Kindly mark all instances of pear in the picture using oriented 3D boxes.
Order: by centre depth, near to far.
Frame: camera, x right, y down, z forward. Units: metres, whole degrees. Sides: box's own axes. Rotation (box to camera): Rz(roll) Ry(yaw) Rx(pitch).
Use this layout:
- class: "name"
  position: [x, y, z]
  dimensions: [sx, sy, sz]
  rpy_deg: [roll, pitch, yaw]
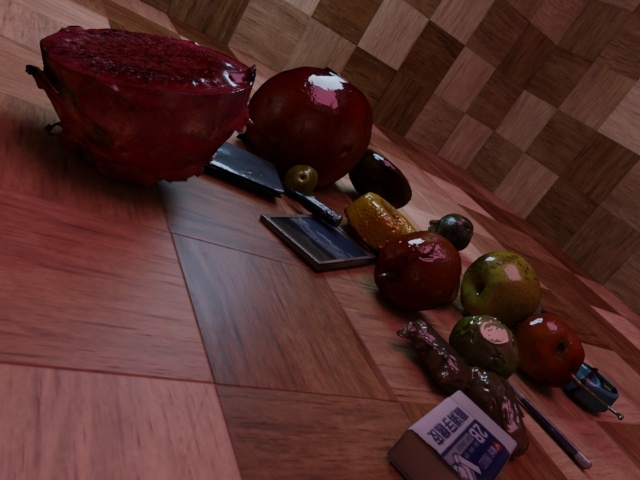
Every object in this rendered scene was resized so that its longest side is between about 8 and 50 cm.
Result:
- class: "pear"
  position: [0.459, 0.127, 1.344]
  dimensions: [0.197, 0.197, 0.197]
  rpy_deg: [29, 21, -12]
- class: "pear"
  position: [-0.054, -0.153, 1.392]
  dimensions: [0.092, 0.092, 0.097]
  rpy_deg: [34, -21, 2]

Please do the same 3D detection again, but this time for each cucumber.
- class: "cucumber"
  position: [-0.018, -0.087, 1.312]
  dimensions: [0.163, 0.039, 0.043]
  rpy_deg: [36, -1, 11]

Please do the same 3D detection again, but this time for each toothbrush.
- class: "toothbrush"
  position: [0.428, 0.340, 1.086]
  dimensions: [0.026, 0.024, 0.288]
  rpy_deg: [29, 15, -52]

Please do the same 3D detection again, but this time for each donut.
- class: "donut"
  position: [0.170, -0.017, 1.388]
  dimensions: [0.253, 0.118, 0.253]
  rpy_deg: [44, 14, -13]

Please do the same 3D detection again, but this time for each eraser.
- class: "eraser"
  position: [0.199, 0.302, 0.773]
  dimensions: [0.124, 0.068, 0.210]
  rpy_deg: [41, 22, 25]

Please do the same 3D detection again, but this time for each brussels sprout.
- class: "brussels sprout"
  position: [0.327, 0.211, 1.063]
  dimensions: [0.117, 0.155, 0.155]
  rpy_deg: [-33, 62, -27]

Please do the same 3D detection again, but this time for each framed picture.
- class: "framed picture"
  position: [0.000, 0.000, 1.220]
  dimensions: [0.189, 0.023, 0.260]
  rpy_deg: [40, 22, 25]

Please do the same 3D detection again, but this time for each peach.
- class: "peach"
  position: [-0.021, -0.341, 1.544]
  dimensions: [0.335, 0.310, 0.405]
  rpy_deg: [47, 24, 25]

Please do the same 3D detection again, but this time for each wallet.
- class: "wallet"
  position: [-0.265, -0.210, 1.259]
  dimensions: [0.378, 0.046, 0.191]
  rpy_deg: [23, 24, -27]

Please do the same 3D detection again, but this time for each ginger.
- class: "ginger"
  position: [0.263, 0.250, 0.957]
  dimensions: [0.290, 0.084, 0.122]
  rpy_deg: [46, 17, 28]

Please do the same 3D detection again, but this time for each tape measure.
- class: "tape measure"
  position: [0.656, 0.353, 1.304]
  dimensions: [0.125, 0.081, 0.146]
  rpy_deg: [41, 22, 28]

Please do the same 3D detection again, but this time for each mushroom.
- class: "mushroom"
  position: [0.173, -0.182, 1.675]
  dimensions: [0.231, 0.138, 0.194]
  rpy_deg: [39, 2, 29]

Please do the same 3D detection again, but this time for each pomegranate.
- class: "pomegranate"
  position: [0.435, -0.041, 1.787]
  dimensions: [0.138, 0.126, 0.163]
  rpy_deg: [-6, 41, -40]

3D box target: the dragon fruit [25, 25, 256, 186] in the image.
- class: "dragon fruit"
  position: [-0.308, -0.240, 0.977]
  dimensions: [0.370, 0.249, 0.386]
  rpy_deg: [15, 29, -2]

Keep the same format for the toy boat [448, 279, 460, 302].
- class: "toy boat"
  position: [0.296, 0.113, 1.337]
  dimensions: [0.088, 0.089, 0.229]
  rpy_deg: [-1, 9, 24]

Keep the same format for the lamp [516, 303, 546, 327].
- class: "lamp"
  position: [0.527, 0.160, 1.480]
  dimensions: [0.214, 0.121, 0.121]
  rpy_deg: [44, 21, -3]

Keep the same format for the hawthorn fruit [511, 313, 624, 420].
- class: "hawthorn fruit"
  position: [0.555, 0.288, 1.196]
  dimensions: [0.165, 0.165, 0.285]
  rpy_deg: [9, 30, -48]

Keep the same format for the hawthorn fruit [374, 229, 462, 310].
- class: "hawthorn fruit"
  position: [0.196, 0.065, 1.150]
  dimensions: [0.200, 0.179, 0.179]
  rpy_deg: [3, 35, -38]
